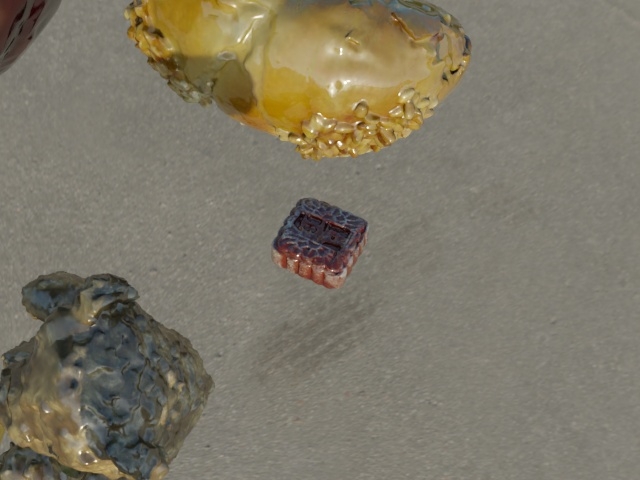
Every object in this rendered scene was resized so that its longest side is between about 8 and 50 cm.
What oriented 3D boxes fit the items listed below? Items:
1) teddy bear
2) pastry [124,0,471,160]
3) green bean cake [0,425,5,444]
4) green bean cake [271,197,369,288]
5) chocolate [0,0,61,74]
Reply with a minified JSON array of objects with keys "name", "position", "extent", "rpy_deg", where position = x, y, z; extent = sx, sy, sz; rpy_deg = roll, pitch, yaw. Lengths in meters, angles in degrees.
[{"name":"teddy bear","position":[-0.222,0.147,0.726],"extent":[0.222,0.296,0.246],"rpy_deg":[22,57,-60]},{"name":"pastry","position":[-0.026,-0.170,0.748],"extent":[0.310,0.255,0.162],"rpy_deg":[23,106,14]},{"name":"green bean cake","position":[-0.501,0.269,1.028],"extent":[0.131,0.229,0.224],"rpy_deg":[43,47,-25]},{"name":"green bean cake","position":[0.000,0.000,1.379],"extent":[0.135,0.056,0.136],"rpy_deg":[21,57,14]},{"name":"chocolate","position":[-0.342,-0.257,0.580],"extent":[0.331,0.383,0.384],"rpy_deg":[-1,74,-28]}]
